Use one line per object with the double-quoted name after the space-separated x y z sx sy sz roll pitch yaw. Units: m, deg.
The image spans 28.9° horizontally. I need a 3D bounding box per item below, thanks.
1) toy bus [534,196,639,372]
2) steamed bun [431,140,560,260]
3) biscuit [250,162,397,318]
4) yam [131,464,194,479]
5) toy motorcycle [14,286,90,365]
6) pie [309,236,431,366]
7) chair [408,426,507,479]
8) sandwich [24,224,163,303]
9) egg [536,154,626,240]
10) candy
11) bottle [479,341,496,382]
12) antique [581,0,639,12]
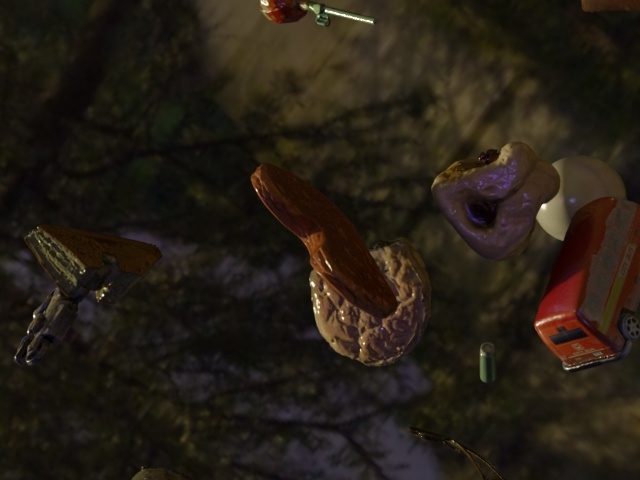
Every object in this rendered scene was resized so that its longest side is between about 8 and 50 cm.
0.397 0.051 1.766 0.120 0.265 0.121 40 145 -19 "toy bus"
0.274 -0.073 1.837 0.172 0.155 0.141 44 -147 -3 "steamed bun"
0.000 0.000 1.438 0.186 0.036 0.192 29 -155 -51 "biscuit"
-0.281 0.535 2.041 0.195 0.195 0.300 35 -139 -12 "yam"
-0.489 0.145 2.260 0.061 0.193 0.124 41 159 -26 "toy motorcycle"
0.075 0.097 1.856 0.052 0.218 0.185 -8 -96 -55 "pie"
0.272 0.450 2.060 0.325 0.170 0.159 22 180 42 "chair"
-0.357 0.041 2.007 0.244 0.090 0.088 15 -130 -39 "sandwich"
0.452 -0.073 2.157 0.151 0.151 0.209 39 -155 20 "egg"
0.002 -0.382 2.033 0.287 0.084 0.078 24 152 48 "candy"
0.298 0.217 2.209 0.030 0.030 0.083 42 153 39 "bottle"
0.614 -0.455 2.164 0.309 0.087 0.093 4 -148 30 "antique"
